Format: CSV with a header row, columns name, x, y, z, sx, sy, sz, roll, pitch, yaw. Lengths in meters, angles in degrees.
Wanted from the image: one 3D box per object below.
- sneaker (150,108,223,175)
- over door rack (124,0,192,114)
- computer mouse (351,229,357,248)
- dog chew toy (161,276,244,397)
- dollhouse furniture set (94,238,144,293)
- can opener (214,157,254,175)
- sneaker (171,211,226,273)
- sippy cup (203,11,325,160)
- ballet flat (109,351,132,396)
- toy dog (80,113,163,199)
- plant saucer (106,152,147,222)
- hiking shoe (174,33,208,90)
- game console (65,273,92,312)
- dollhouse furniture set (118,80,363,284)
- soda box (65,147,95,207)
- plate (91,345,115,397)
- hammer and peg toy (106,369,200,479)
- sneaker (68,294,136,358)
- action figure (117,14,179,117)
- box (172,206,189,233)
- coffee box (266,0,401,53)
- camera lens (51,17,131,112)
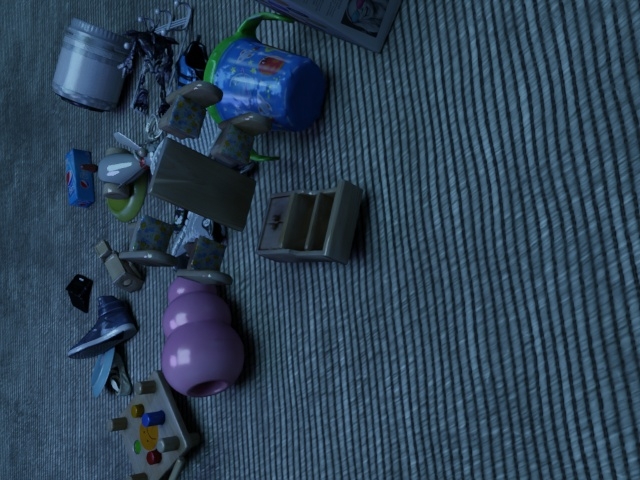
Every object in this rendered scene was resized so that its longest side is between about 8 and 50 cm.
name,x,y,z,sx,sy,sz,roll,pitch,yaw
sneaker,-0.315,-0.276,1.508,0.126,0.127,0.321,43,95,-4
over door rack,-0.526,-0.582,1.802,0.239,0.108,0.324,4,87,43
computer mouse,0.000,0.000,1.312,0.242,0.041,0.071,0,72,49
dog chew toy,-0.316,0.227,1.462,0.206,0.206,0.332,-41,52,31
dollhouse furniture set,-0.614,0.046,1.837,0.161,0.101,0.182,-41,56,2
can opener,-0.294,-0.174,1.550,0.280,0.074,0.093,-19,109,36
sneaker,-0.333,0.008,1.574,0.132,0.086,0.229,26,101,38
sippy cup,-0.119,-0.358,1.348,0.224,0.305,0.240,19,56,31
ballet flat,-0.659,0.429,1.832,0.057,0.052,0.168,-55,53,24
toy dog,-0.615,-0.243,1.746,0.333,0.161,0.220,-37,61,36
plant saucer,-0.671,-0.182,1.929,0.241,0.037,0.241,-7,80,41
hiking shoe,-0.358,-0.425,1.607,0.132,0.113,0.304,-44,56,55
game console,-0.880,0.194,2.087,0.122,0.071,0.107,13,64,41
dollhouse furniture set,-0.146,-0.084,1.173,0.256,0.394,0.362,-4,69,48
soda box,-0.900,-0.233,2.116,0.067,0.071,0.210,-26,68,36
plate,-0.721,0.420,1.861,0.188,0.024,0.188,-42,37,43
hammer and peg toy,-0.445,0.576,1.575,0.266,0.127,0.361,-51,55,23
sneaker,-0.722,0.276,1.839,0.226,0.086,0.163,-26,64,-5
action figure,-0.490,-0.492,1.612,0.141,0.164,0.276,-26,65,53
box,-0.388,-0.058,1.643,0.052,0.062,0.083,12,93,44
coffee box,-0.016,-0.653,1.201,0.337,0.334,0.338,36,108,38
camera lens,-0.789,-0.599,1.962,0.219,0.219,0.274,32,105,40
